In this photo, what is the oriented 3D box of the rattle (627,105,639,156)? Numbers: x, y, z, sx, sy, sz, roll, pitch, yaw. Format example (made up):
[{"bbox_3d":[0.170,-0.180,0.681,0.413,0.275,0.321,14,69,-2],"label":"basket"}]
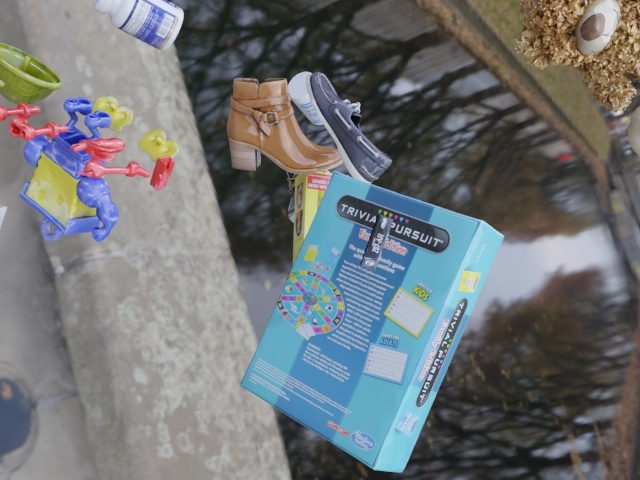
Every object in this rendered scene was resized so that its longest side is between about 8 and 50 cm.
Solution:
[{"bbox_3d":[0.489,-0.137,1.071,0.199,0.130,0.143,41,61,-41],"label":"rattle"}]

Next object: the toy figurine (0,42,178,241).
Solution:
[{"bbox_3d":[-0.389,-0.101,1.129,0.362,0.217,0.191,34,30,20],"label":"toy figurine"}]

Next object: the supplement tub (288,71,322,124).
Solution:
[{"bbox_3d":[-0.017,-0.301,1.736,0.107,0.071,0.071,41,37,-53],"label":"supplement tub"}]

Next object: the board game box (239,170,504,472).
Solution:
[{"bbox_3d":[0.063,0.101,1.105,0.079,0.254,0.336,26,88,-51],"label":"board game box"}]

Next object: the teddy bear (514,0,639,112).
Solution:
[{"bbox_3d":[0.424,-0.271,1.060,0.338,0.245,0.113,18,48,-34],"label":"teddy bear"}]

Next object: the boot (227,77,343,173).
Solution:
[{"bbox_3d":[-0.056,-0.191,1.342,0.073,0.197,0.152,-99,-169,-70],"label":"boot"}]

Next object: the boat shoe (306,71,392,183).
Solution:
[{"bbox_3d":[0.046,-0.185,1.267,0.075,0.065,0.206,5,55,-61],"label":"boat shoe"}]

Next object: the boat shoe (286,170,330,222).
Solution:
[{"bbox_3d":[-0.041,-0.110,1.605,0.083,0.065,0.183,49,33,-15],"label":"boat shoe"}]

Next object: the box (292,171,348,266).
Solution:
[{"bbox_3d":[0.000,0.000,1.402,0.087,0.058,0.232,8,76,-21],"label":"box"}]

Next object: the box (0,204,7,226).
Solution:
[{"bbox_3d":[-0.773,-0.053,1.715,0.130,0.170,0.091,-134,-117,-81],"label":"box"}]

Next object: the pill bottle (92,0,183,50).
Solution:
[{"bbox_3d":[-0.424,-0.529,1.885,0.186,0.112,0.112,24,46,-30],"label":"pill bottle"}]

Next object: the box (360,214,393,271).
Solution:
[{"bbox_3d":[0.068,0.002,0.994,0.083,0.018,0.067,-38,148,-86],"label":"box"}]
